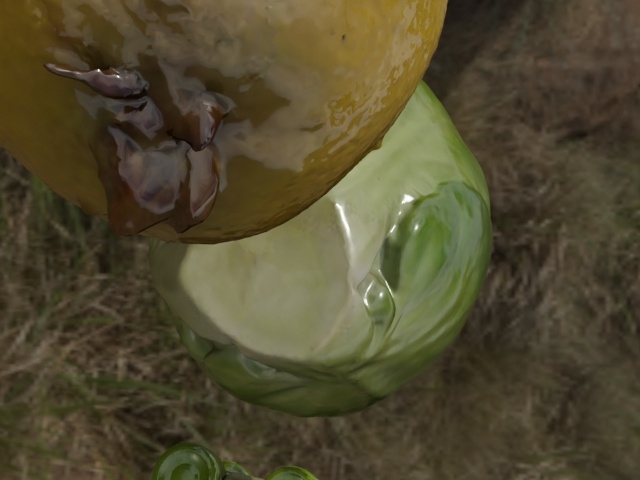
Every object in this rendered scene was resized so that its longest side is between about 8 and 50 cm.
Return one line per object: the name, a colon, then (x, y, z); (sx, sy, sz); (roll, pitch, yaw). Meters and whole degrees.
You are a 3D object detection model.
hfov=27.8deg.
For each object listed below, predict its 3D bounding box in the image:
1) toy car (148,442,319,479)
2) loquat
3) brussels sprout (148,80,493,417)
toy car: (-0.084, 0.334, 1.319); (0.145, 0.235, 0.235); (50, 49, -65)
loquat: (-0.070, -0.124, 0.654); (0.275, 0.275, 0.275); (4, 85, -47)
brussels sprout: (-0.001, 0.006, 1.096); (0.281, 0.289, 0.355); (60, 15, -1)
